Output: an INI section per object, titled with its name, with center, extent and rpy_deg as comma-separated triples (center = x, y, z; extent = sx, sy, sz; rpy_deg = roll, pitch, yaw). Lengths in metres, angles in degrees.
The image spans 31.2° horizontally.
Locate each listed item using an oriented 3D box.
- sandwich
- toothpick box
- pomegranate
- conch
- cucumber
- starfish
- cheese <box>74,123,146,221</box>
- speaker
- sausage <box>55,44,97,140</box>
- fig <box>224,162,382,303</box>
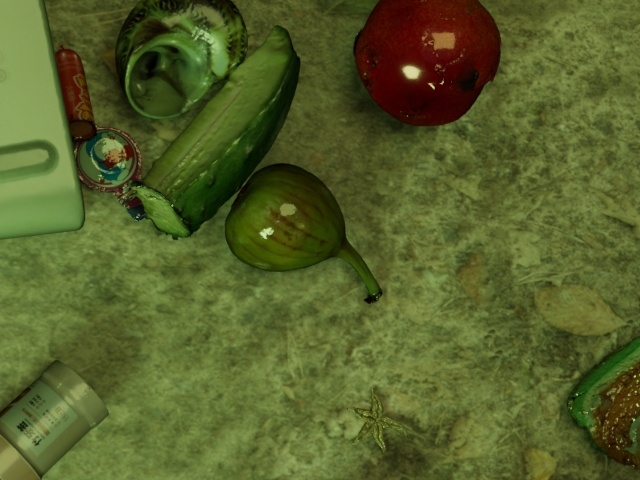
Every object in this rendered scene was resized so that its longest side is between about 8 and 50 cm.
[sandwich]
center = 0.467, 0.233, 1.660
extent = 0.185, 0.160, 0.109
rpy_deg = -47, 115, -14
[toothpick box]
center = -0.347, 0.231, 1.403
extent = 0.098, 0.098, 0.149
rpy_deg = 48, 67, -4
[pomegranate]
center = 0.157, -0.272, 1.641
extent = 0.210, 0.210, 0.235
rpy_deg = 52, 40, -3
[conch]
center = -0.188, -0.258, 1.558
extent = 0.181, 0.124, 0.187
rpy_deg = 10, 103, -28
[cucumber]
center = -0.112, -0.139, 1.529
extent = 0.105, 0.145, 0.325
rpy_deg = 25, 64, 22
[starfish]
center = 0.079, 0.250, 1.594
extent = 0.092, 0.016, 0.086
rpy_deg = 17, 75, -10
[cheese]
center = -0.273, -0.092, 1.531
extent = 0.095, 0.038, 0.145
rpy_deg = -39, 92, -22
[speaker]
center = -0.420, -0.195, 1.401
extent = 0.184, 0.183, 0.406
rpy_deg = -12, 93, -16
[sausage]
center = -0.329, -0.202, 1.522
extent = 0.050, 0.048, 0.145
rpy_deg = 9, 52, -40
[fig]
center = 0.000, 0.000, 1.555
extent = 0.259, 0.151, 0.151
rpy_deg = 29, 71, -16
